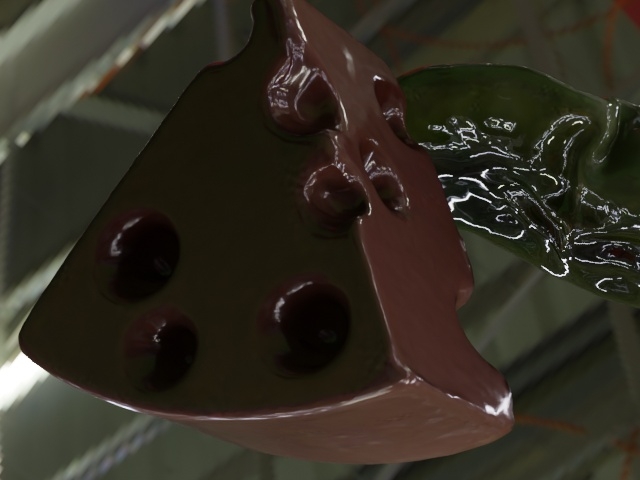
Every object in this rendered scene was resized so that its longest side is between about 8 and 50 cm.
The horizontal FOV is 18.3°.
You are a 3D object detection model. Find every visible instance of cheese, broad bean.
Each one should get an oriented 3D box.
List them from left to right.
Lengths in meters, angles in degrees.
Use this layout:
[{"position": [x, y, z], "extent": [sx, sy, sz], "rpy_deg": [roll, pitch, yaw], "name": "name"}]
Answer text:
[{"position": [0.004, 0.025, 0.876], "extent": [0.177, 0.128, 0.203], "rpy_deg": [38, -87, 33], "name": "cheese"}, {"position": [0.121, -0.028, 1.003], "extent": [0.207, 0.153, 0.072], "rpy_deg": [17, -125, 22], "name": "broad bean"}]
